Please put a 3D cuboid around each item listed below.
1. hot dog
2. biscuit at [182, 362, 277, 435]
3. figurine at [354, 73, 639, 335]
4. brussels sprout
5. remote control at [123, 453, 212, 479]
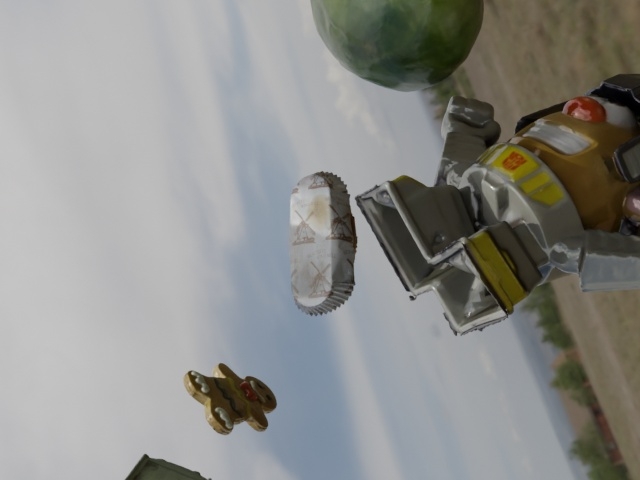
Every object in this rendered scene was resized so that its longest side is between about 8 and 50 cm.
[{"bbox_3d":[0.000,0.000,1.295,0.053,0.099,0.192,30,-129,-57],"label":"hot dog"},{"bbox_3d":[-0.153,0.289,1.880,0.158,0.035,0.240,51,-160,19],"label":"biscuit"},{"bbox_3d":[0.194,-0.040,0.863,0.143,0.309,0.308,98,160,-52],"label":"figurine"},{"bbox_3d":[0.062,-0.217,0.889,0.161,0.144,0.180,59,-179,-45],"label":"brussels sprout"},{"bbox_3d":[-0.259,0.411,1.377,0.285,0.123,0.038,-57,-24,-48],"label":"remote control"}]
